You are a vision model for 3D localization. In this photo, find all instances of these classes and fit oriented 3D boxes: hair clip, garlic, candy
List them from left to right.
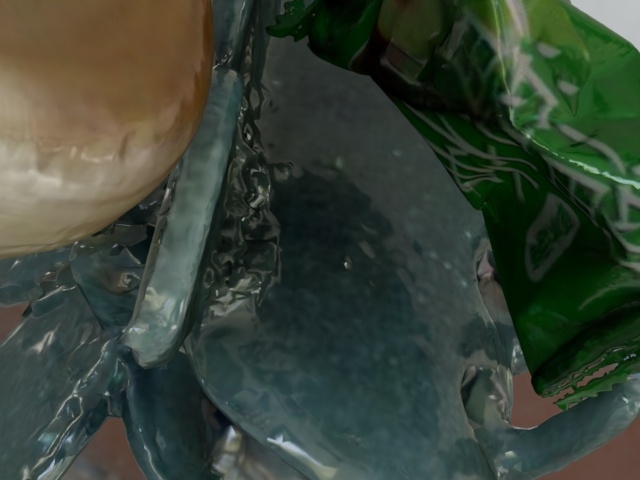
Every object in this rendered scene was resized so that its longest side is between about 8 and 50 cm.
[{"bbox_3d":[-0.100,-0.044,0.525,0.115,0.128,0.207,37,23,11],"label":"garlic"},{"bbox_3d":[0.000,0.000,0.800,0.238,0.392,0.318,24,49,-18],"label":"hair clip"},{"bbox_3d":[0.078,-0.043,0.681,0.203,0.078,0.141,56,-23,8],"label":"candy"}]
